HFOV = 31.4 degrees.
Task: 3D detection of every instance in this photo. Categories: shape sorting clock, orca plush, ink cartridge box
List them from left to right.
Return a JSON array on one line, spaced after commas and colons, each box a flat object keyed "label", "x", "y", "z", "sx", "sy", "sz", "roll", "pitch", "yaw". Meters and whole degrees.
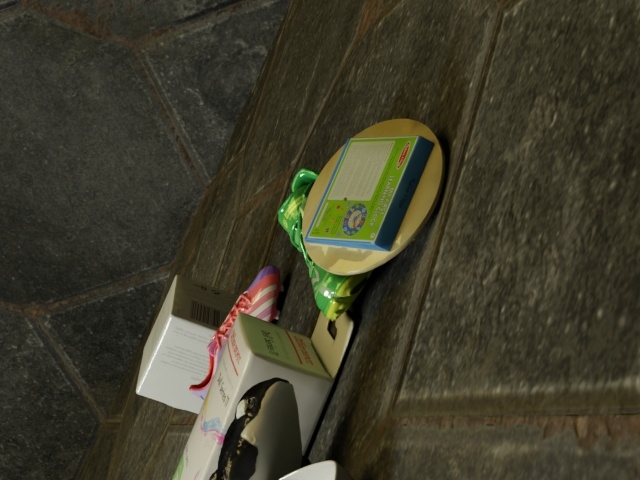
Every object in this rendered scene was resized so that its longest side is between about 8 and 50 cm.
[{"label": "orca plush", "x": -0.084, "y": 0.304, "z": 1.300, "sx": 0.102, "sy": 0.151, "sz": 0.287, "roll": -5, "pitch": 92, "yaw": 35}, {"label": "ink cartridge box", "x": -0.085, "y": 0.227, "z": 1.492, "sx": 0.207, "sy": 0.119, "sz": 0.354, "roll": -133, "pitch": 64, "yaw": -76}, {"label": "shape sorting clock", "x": 0.061, "y": -0.052, "z": 1.337, "sx": 0.206, "sy": 0.040, "sz": 0.206, "roll": -30, "pitch": 42, "yaw": 32}]

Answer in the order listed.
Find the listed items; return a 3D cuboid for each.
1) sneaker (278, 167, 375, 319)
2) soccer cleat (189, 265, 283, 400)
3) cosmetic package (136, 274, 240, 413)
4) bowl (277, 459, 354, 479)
[{"label": "sneaker", "x": 0.000, "y": 0.000, "z": 1.462, "sx": 0.109, "sy": 0.123, "sz": 0.295, "roll": -57, "pitch": 17, "yaw": 22}, {"label": "soccer cleat", "x": -0.133, "y": 0.153, "z": 1.859, "sx": 0.083, "sy": 0.095, "sz": 0.248, "roll": -174, "pitch": 103, "yaw": -77}, {"label": "cosmetic package", "x": -0.229, "y": 0.192, "z": 2.070, "sx": 0.151, "sy": 0.151, "sz": 0.184, "roll": -95, "pitch": 29, "yaw": -62}, {"label": "bowl", "x": -0.014, "y": 0.307, "z": 1.177, "sx": 0.142, "sy": 0.053, "sz": 0.142, "roll": -31, "pitch": 37, "yaw": 47}]
